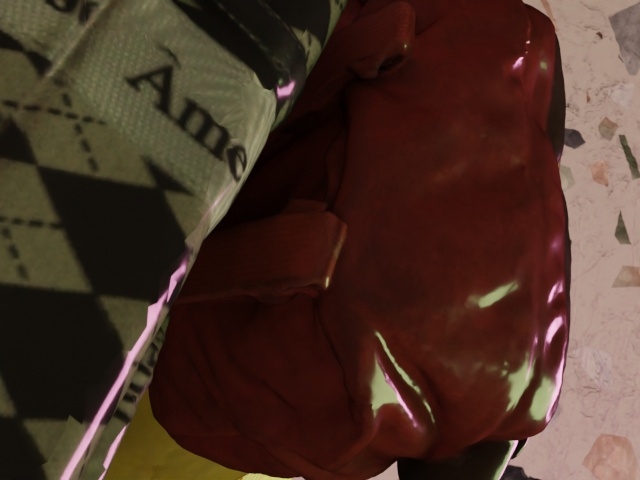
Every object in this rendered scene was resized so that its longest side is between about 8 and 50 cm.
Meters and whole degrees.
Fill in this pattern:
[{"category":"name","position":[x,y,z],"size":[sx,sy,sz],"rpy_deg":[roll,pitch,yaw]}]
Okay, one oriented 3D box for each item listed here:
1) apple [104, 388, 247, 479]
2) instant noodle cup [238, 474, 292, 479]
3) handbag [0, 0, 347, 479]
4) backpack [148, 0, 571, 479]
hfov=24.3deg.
[{"category":"apple","position":[-0.120,0.058,1.004],"size":[0.292,0.254,0.292],"rpy_deg":[-32,169,-7]},{"category":"instant noodle cup","position":[-0.149,0.133,1.460],"size":[0.311,0.221,0.311],"rpy_deg":[-18,-143,14]},{"category":"handbag","position":[-0.170,0.057,0.488],"size":[0.316,0.180,0.416],"rpy_deg":[-39,-162,48]},{"category":"backpack","position":[0.002,0.001,0.601],"size":[0.229,0.138,0.229],"rpy_deg":[-31,-129,47]}]
